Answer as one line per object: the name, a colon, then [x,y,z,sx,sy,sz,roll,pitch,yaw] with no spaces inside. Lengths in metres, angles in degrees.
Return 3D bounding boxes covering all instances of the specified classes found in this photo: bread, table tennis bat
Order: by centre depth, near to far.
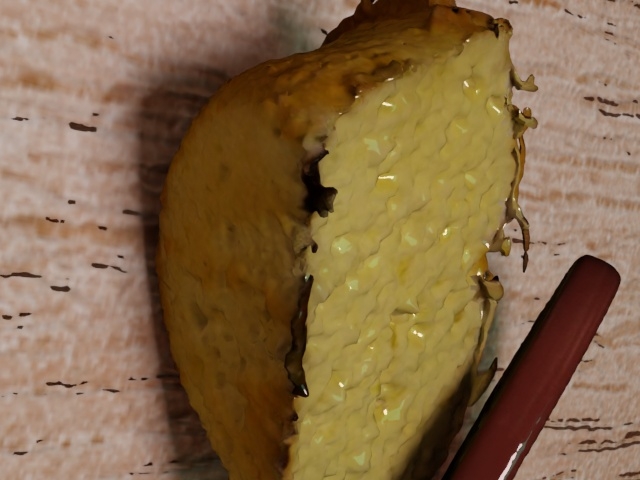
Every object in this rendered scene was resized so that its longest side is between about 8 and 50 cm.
bread: [0.002,0.003,0.729,0.160,0.147,0.260,-27,135,-35]
table tennis bat: [0.055,0.184,0.827,0.414,0.051,0.268,-57,172,-16]
